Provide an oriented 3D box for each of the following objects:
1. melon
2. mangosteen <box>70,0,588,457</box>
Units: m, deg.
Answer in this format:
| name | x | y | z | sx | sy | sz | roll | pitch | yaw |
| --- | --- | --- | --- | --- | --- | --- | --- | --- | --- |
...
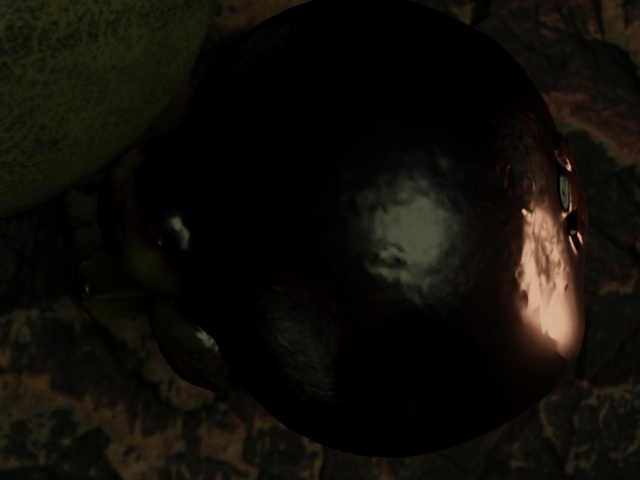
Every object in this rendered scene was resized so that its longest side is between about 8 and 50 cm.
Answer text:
| name | x | y | z | sx | sy | sz | roll | pitch | yaw |
| --- | --- | --- | --- | --- | --- | --- | --- | --- | --- |
| melon | -0.215 | -0.120 | 0.802 | 0.329 | 0.248 | 0.248 | -16 | 103 | -20 |
| mangosteen | 0.000 | 0.000 | 0.909 | 0.302 | 0.275 | 0.275 | -14 | 104 | 13 |
